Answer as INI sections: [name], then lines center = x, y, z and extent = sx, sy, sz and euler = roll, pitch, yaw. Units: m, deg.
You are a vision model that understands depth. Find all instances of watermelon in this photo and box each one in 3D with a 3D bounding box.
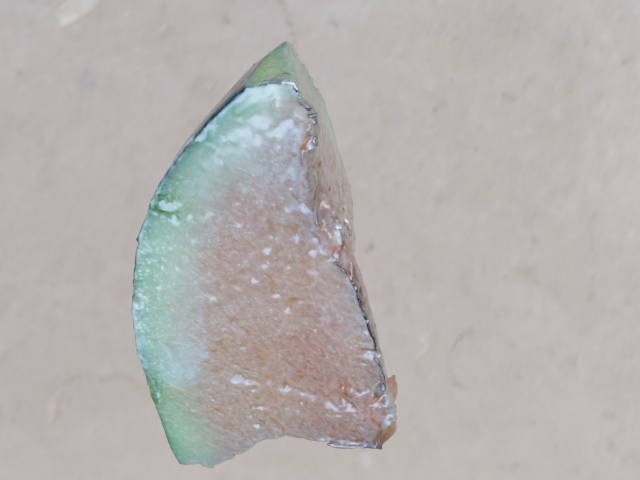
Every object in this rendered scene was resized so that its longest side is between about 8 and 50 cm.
[watermelon]
center = -0.010, -0.006, 0.538
extent = 0.080, 0.101, 0.155
euler = 13, 146, 27
